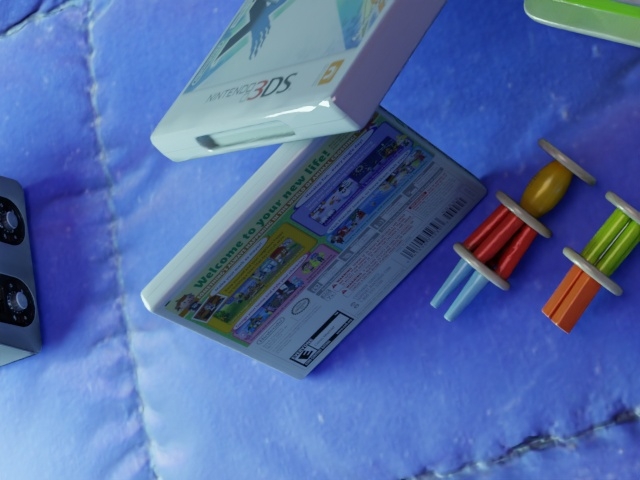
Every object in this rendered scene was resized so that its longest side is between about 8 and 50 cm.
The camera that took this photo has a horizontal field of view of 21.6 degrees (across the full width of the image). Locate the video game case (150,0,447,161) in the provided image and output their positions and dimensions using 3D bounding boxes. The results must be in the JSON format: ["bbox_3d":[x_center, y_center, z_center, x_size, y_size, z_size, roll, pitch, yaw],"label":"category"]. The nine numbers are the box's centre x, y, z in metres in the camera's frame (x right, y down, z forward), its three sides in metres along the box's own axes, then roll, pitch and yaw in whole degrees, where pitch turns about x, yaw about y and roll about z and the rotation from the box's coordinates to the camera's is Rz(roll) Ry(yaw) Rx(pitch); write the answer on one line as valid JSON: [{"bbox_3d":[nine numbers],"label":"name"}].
[{"bbox_3d":[0.030,-0.203,1.211,0.329,0.036,0.300,-57,22,-18],"label":"video game case"}]

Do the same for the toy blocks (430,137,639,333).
[{"bbox_3d":[0.159,0.018,1.215,0.123,0.054,0.148,43,99,31],"label":"toy blocks"}]

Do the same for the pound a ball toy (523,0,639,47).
[{"bbox_3d":[0.259,-0.211,1.132,0.319,0.208,0.136,18,86,32],"label":"pound a ball toy"}]

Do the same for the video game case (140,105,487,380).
[{"bbox_3d":[0.000,0.000,1.226,0.212,0.193,0.023,-46,52,11],"label":"video game case"}]

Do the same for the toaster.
[{"bbox_3d":[-0.346,0.036,1.456,0.185,0.110,0.168,-19,68,24],"label":"toaster"}]
